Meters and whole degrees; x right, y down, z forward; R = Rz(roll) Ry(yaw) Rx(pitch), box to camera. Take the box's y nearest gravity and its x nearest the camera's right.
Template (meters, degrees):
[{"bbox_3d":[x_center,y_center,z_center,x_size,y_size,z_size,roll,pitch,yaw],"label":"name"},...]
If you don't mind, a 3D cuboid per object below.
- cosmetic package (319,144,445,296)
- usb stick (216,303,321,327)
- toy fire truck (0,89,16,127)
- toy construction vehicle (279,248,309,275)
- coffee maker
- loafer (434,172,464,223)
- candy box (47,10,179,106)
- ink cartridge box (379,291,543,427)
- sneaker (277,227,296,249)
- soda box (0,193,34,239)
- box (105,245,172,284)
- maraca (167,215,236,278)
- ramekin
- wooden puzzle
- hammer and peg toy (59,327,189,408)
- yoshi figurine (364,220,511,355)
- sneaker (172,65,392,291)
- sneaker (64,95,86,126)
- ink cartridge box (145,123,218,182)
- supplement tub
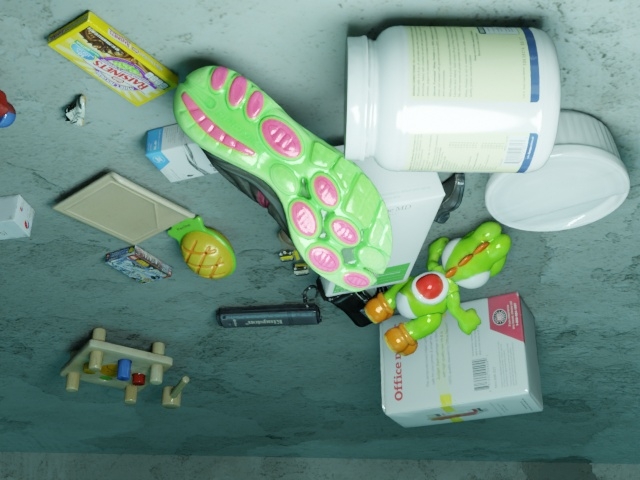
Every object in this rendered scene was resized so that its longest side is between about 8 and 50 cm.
[{"bbox_3d":[0.103,-0.044,1.855,0.197,0.155,0.365,-10,154,-12],"label":"cosmetic package"},{"bbox_3d":[-0.136,0.201,2.431,0.278,0.045,0.077,-2,151,6],"label":"usb stick"},{"bbox_3d":[-0.685,-0.227,1.610,0.302,0.169,0.254,-18,170,30],"label":"toy fire truck"},{"bbox_3d":[-0.042,0.043,2.172,0.098,0.035,0.085,-8,138,10],"label":"toy construction vehicle"},{"bbox_3d":[0.070,0.129,2.233,0.171,0.120,0.178,-10,150,21],"label":"coffee maker"},{"bbox_3d":[0.253,-0.089,1.903,0.061,0.062,0.170,11,148,-9],"label":"loafer"},{"bbox_3d":[-0.351,-0.306,1.565,0.105,0.027,0.206,-17,146,34],"label":"candy box"},{"bbox_3d":[0.364,0.320,2.399,0.385,0.279,0.160,-12,149,23],"label":"ink cartridge box"},{"bbox_3d":[0.000,0.000,2.057,0.189,0.066,0.071,14,143,-24],"label":"sneaker"},{"bbox_3d":[-0.740,-0.043,1.992,0.216,0.069,0.074,-7,149,11],"label":"soda box"},{"bbox_3d":[-0.437,0.060,2.208,0.094,0.027,0.137,-15,147,28],"label":"box"},{"bbox_3d":[-0.267,0.014,2.062,0.127,0.099,0.185,-24,116,32],"label":"maraca"},{"bbox_3d":[0.444,-0.136,1.748,0.273,0.127,0.273,0,150,0],"label":"ramekin"},{"bbox_3d":[-0.423,-0.071,1.971,0.239,0.044,0.221,-19,146,38],"label":"wooden puzzle"},{"bbox_3d":[-0.544,0.376,2.668,0.361,0.127,0.266,18,144,-27],"label":"hammer and peg toy"},{"bbox_3d":[0.289,0.095,2.059,0.362,0.203,0.203,-41,113,20],"label":"yoshi figurine"},{"bbox_3d":[-0.051,-0.116,1.608,0.483,0.185,0.202,48,180,-6],"label":"sneaker"},{"bbox_3d":[-0.451,-0.238,1.681,0.037,0.031,0.083,10,149,-16],"label":"sneaker"},{"bbox_3d":[-0.230,-0.178,1.753,0.180,0.060,0.104,-11,148,19],"label":"ink cartridge box"},{"bbox_3d":[0.202,-0.227,1.481,0.325,0.235,0.235,1,150,0],"label":"supplement tub"}]
